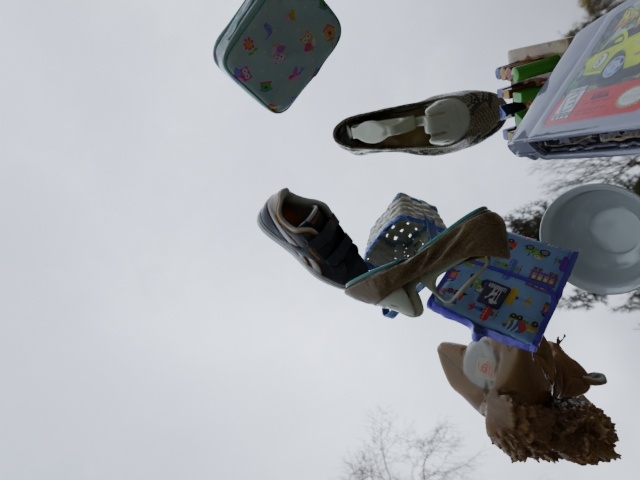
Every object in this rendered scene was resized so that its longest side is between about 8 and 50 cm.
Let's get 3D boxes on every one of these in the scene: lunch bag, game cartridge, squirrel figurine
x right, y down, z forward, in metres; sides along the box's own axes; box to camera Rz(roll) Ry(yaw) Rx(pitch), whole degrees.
[{"bbox_3d":[0.383,0.115,0.890,0.293,0.220,0.138,-41,-40,-36],"label":"lunch bag"},{"bbox_3d":[-0.100,-0.464,0.953,0.224,0.108,0.279,32,-80,-41],"label":"lunch bag"},{"bbox_3d":[0.335,-0.180,0.427,0.060,0.294,0.196,35,-87,-11],"label":"game cartridge"},{"bbox_3d":[0.578,0.403,1.094,0.370,0.281,0.397,19,-142,-23],"label":"squirrel figurine"}]

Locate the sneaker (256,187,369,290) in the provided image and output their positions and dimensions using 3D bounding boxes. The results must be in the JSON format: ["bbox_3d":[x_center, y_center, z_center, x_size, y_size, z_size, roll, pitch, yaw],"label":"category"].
[{"bbox_3d":[0.000,0.000,0.989,0.321,0.127,0.126,34,-131,-7],"label":"sneaker"}]

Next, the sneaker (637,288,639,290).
[{"bbox_3d":[0.916,0.105,1.375,0.104,0.296,0.147,17,-64,-30],"label":"sneaker"}]

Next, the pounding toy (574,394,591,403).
[{"bbox_3d":[0.744,0.479,1.326,0.154,0.155,0.270,-33,-107,1],"label":"pounding toy"}]

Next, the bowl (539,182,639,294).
[{"bbox_3d":[0.766,-0.016,1.103,0.134,0.297,0.298,-17,-91,-32],"label":"bowl"}]

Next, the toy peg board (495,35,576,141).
[{"bbox_3d":[0.326,-0.221,0.661,0.079,0.161,0.161,-16,-70,0],"label":"toy peg board"}]

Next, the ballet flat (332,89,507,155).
[{"bbox_3d":[0.251,-0.310,1.140,0.182,0.482,0.164,-24,-69,-59],"label":"ballet flat"}]

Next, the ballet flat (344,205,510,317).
[{"bbox_3d":[0.198,0.070,0.782,0.116,0.342,0.124,7,-125,-59],"label":"ballet flat"}]

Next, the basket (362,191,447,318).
[{"bbox_3d":[0.232,0.033,1.099,0.200,0.255,0.289,22,-133,-11],"label":"basket"}]
